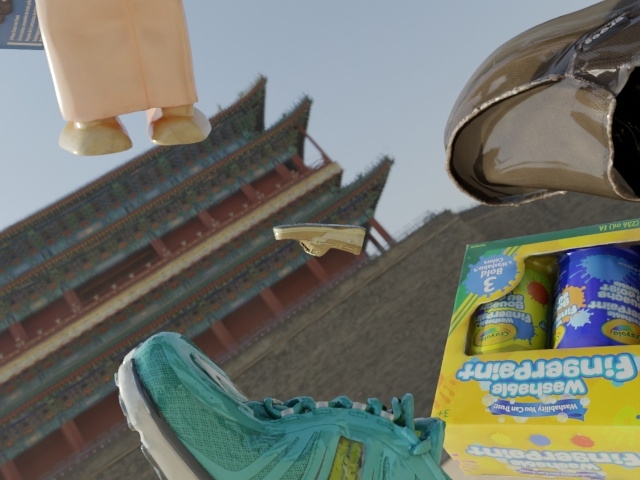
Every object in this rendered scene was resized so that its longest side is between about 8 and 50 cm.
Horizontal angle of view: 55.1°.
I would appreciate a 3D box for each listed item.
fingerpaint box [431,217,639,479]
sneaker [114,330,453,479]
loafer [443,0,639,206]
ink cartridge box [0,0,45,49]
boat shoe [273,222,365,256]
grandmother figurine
[{"bbox_3d":[0.421,0.153,0.910,0.444,0.163,0.371,-10,41,34],"label":"fingerpaint box"},{"bbox_3d":[0.016,0.127,0.346,0.110,0.275,0.107,-55,5,7],"label":"sneaker"},{"bbox_3d":[0.204,-0.092,0.440,0.130,0.133,0.366,-63,15,-24],"label":"loafer"},{"bbox_3d":[-0.499,-0.391,0.761,0.395,0.270,0.151,-10,-14,-38],"label":"ink cartridge box"},{"bbox_3d":[0.000,0.000,0.851,0.135,0.045,0.050,2,5,-20],"label":"boat shoe"},{"bbox_3d":[-0.162,-0.237,0.423,0.207,0.104,0.343,-16,-64,-33],"label":"grandmother figurine"}]
